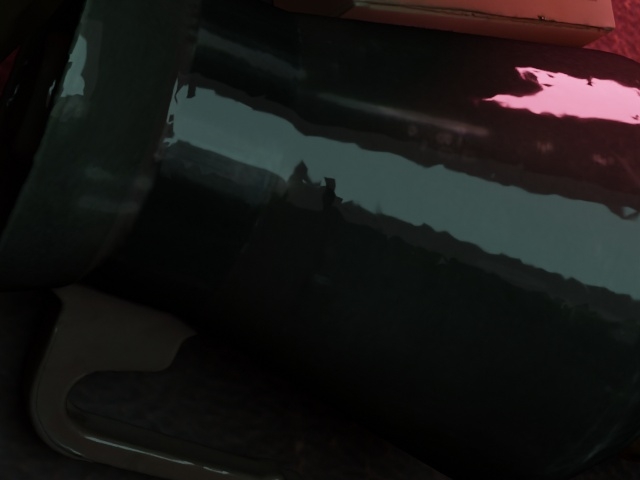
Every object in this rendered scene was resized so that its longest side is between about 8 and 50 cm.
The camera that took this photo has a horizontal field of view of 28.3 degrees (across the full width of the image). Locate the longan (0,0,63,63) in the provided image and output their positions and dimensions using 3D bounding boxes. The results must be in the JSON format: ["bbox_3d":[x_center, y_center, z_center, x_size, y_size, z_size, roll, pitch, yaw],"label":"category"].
[{"bbox_3d":[-0.250,-0.203,0.454,0.391,0.391,0.391,7,76,-30],"label":"longan"}]

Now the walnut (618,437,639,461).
[{"bbox_3d":[0.244,0.041,0.807,0.228,0.228,0.227,7,76,-30],"label":"walnut"}]

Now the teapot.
[{"bbox_3d":[0.000,0.000,0.671,0.344,0.253,0.300,19,102,-20],"label":"teapot"}]

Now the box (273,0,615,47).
[{"bbox_3d":[0.075,-0.208,0.826,0.212,0.095,0.168,-1,78,-32],"label":"box"}]
